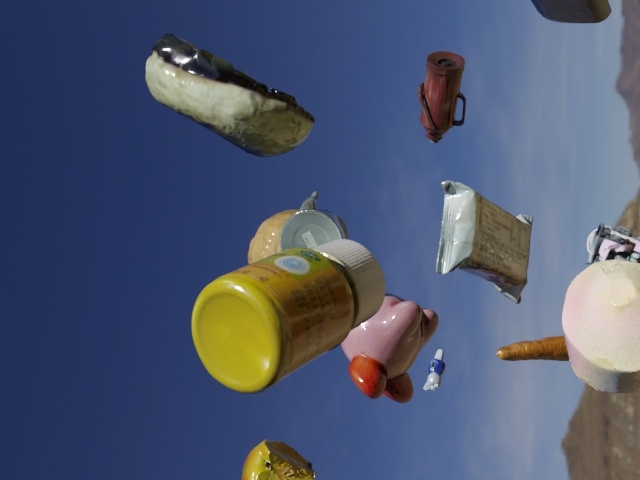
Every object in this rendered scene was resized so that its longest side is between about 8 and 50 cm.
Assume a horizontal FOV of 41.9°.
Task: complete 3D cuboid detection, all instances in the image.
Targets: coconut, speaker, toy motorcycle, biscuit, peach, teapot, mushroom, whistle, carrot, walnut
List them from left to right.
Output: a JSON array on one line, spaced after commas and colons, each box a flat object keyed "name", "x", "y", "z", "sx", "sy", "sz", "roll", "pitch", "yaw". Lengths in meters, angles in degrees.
[{"name": "mushroom", "x": -0.188, "y": -0.256, "z": 1.575, "sx": 0.130, "sy": 0.344, "sz": 0.247, "roll": -59, "pitch": -2, "yaw": -10}, {"name": "peach", "x": -0.077, "y": 0.416, "z": 1.464, "sx": 0.151, "sy": 0.118, "sz": 0.151, "roll": 20, "pitch": -128, "yaw": -27}, {"name": "walnut", "x": -0.047, "y": 0.056, "z": 2.337, "sx": 0.344, "sy": 0.306, "sz": 0.306, "roll": 4, "pitch": -91, "yaw": -68}, {"name": "teapot", "x": 0.000, "y": 0.000, "z": 2.091, "sx": 0.149, "sy": 0.162, "sz": 0.239, "roll": -37, "pitch": -66, "yaw": -68}, {"name": "whistle", "x": 0.198, "y": 0.224, "z": 1.443, "sx": 0.029, "sy": 0.033, "sz": 0.083, "roll": 50, "pitch": -136, "yaw": -31}, {"name": "biscuit", "x": 0.323, "y": 0.008, "z": 1.603, "sx": 0.309, "sy": 0.079, "sz": 0.186, "roll": 19, "pitch": -105, "yaw": -50}, {"name": "speaker", "x": 0.381, "y": -0.494, "z": 1.489, "sx": 0.388, "sy": 0.184, "sz": 0.180, "roll": 10, "pitch": -120, "yaw": -63}, {"name": "carrot", "x": 0.465, "y": 0.232, "z": 1.768, "sx": 0.061, "sy": 0.210, "sz": 0.061, "roll": 179, "pitch": 90, "yaw": -73}, {"name": "toy motorcycle", "x": 0.779, "y": 0.037, "z": 2.183, "sx": 0.327, "sy": 0.188, "sz": 0.143, "roll": -14, "pitch": -56, "yaw": -65}, {"name": "coconut", "x": 0.565, "y": 0.157, "z": 1.552, "sx": 0.245, "sy": 0.233, "sz": 0.233, "roll": 63, "pitch": -144, "yaw": -56}]

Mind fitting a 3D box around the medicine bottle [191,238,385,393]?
[{"name": "medicine bottle", "x": -0.048, "y": 0.129, "z": 1.629, "sx": 0.384, "sy": 0.224, "sz": 0.224, "roll": -22, "pitch": -67, "yaw": -51}]

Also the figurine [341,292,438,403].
[{"name": "figurine", "x": 0.149, "y": 0.255, "z": 2.134, "sx": 0.270, "sy": 0.211, "sz": 0.261, "roll": 22, "pitch": -89, "yaw": -60}]

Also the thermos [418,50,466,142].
[{"name": "thermos", "x": 0.303, "y": -0.346, "z": 2.090, "sx": 0.099, "sy": 0.124, "sz": 0.232, "roll": -62, "pitch": -21, "yaw": -49}]
